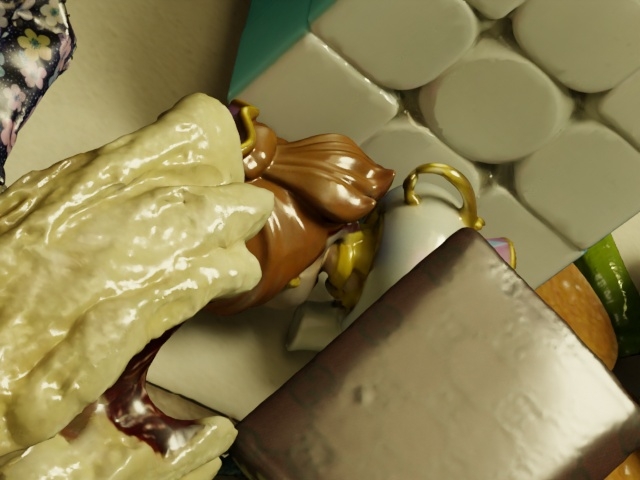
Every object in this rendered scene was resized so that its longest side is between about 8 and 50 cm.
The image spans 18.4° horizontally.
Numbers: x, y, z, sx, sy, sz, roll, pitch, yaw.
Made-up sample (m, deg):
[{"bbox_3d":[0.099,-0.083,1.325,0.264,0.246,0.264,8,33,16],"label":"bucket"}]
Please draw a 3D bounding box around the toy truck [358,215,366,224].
[{"bbox_3d":[0.001,-0.036,1.512,0.073,0.056,0.090,2,44,-49],"label":"toy truck"}]

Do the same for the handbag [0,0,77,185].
[{"bbox_3d":[-0.273,-0.089,1.220,0.228,0.127,0.208,12,51,16],"label":"handbag"}]

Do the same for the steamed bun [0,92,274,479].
[{"bbox_3d":[-0.176,0.125,1.106,0.189,0.247,0.428,44,55,15],"label":"steamed bun"}]

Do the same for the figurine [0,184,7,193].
[{"bbox_3d":[-0.184,-0.004,1.273,0.197,0.147,0.094,10,97,-28],"label":"figurine"}]

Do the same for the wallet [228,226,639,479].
[{"bbox_3d":[0.074,0.121,1.226,0.229,0.049,0.182,-39,83,-26],"label":"wallet"}]

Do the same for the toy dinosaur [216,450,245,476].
[{"bbox_3d":[0.061,0.179,1.379,0.363,0.076,0.147,32,56,-13],"label":"toy dinosaur"}]

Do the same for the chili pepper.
[{"bbox_3d":[0.235,0.011,1.682,0.050,0.052,0.202,-2,59,-28],"label":"chili pepper"}]

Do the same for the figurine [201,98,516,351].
[{"bbox_3d":[0.000,0.000,1.382,0.263,0.189,0.142,21,28,-12],"label":"figurine"}]

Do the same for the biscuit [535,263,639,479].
[{"bbox_3d":[0.176,0.105,1.559,0.202,0.044,0.289,-10,68,-48],"label":"biscuit"}]

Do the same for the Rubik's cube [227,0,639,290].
[{"bbox_3d":[0.140,-0.181,1.494,0.291,0.290,0.292,36,36,-22],"label":"Rubik's cube"}]
